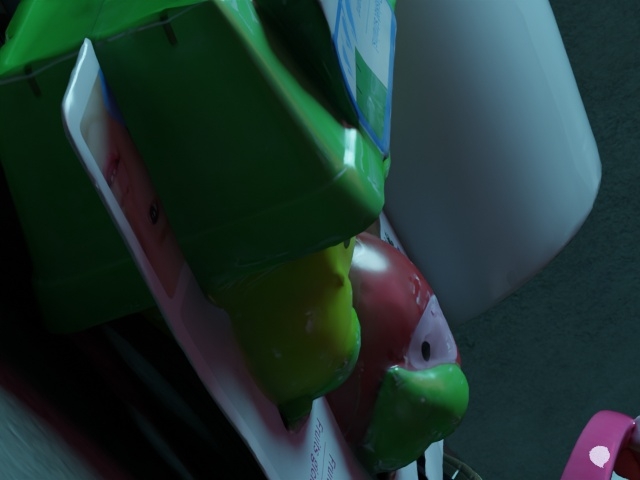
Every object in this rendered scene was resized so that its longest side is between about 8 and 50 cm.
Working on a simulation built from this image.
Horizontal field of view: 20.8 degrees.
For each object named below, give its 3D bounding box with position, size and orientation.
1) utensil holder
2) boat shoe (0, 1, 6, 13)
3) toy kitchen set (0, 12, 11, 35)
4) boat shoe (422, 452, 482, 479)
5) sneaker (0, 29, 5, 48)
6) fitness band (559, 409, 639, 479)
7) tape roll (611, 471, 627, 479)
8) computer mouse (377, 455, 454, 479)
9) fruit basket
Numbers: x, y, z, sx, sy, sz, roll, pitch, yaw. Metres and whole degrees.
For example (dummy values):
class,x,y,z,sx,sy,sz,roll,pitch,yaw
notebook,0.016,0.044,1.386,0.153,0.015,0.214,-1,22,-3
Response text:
class,x,y,z,sx,sy,sz,roll,pitch,yaw
utensil holder,-0.028,-0.157,1.094,0.385,0.327,0.327,65,-7,-27
boat shoe,-0.279,-0.218,1.094,0.285,0.092,0.103,51,17,-63
toy kitchen set,-0.216,-0.098,1.160,0.068,0.075,0.083,120,-27,-54
boat shoe,0.107,0.225,1.503,0.072,0.068,0.190,61,-6,-32
sneaker,-0.208,-0.107,1.044,0.059,0.053,0.144,46,10,-42
fitness band,0.206,0.236,1.264,0.054,0.209,0.291,15,-14,21
tape roll,0.333,0.315,1.457,0.286,0.286,0.100,48,1,-5
computer mouse,0.051,0.174,1.259,0.262,0.060,0.184,36,0,25
fruit basket,0.000,0.000,0.814,0.353,0.165,0.327,56,22,-26
